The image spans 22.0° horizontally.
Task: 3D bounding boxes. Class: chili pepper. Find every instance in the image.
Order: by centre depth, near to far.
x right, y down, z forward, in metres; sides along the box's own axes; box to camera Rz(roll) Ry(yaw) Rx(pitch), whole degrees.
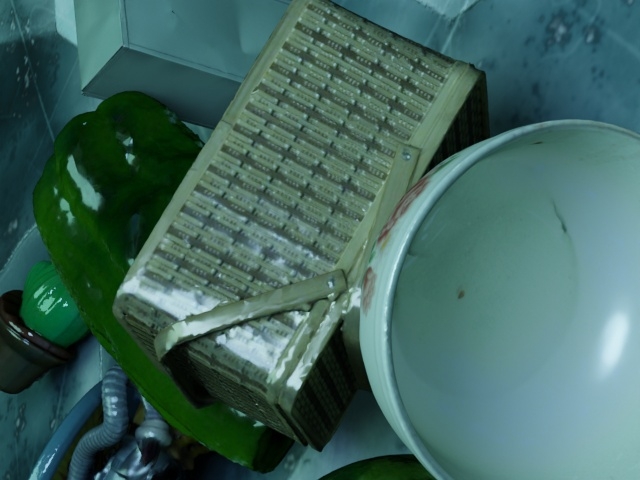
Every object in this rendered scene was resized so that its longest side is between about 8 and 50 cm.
[{"bbox_3d":[-0.121,0.026,1.496,0.213,0.167,0.385,-39,66,-3],"label":"chili pepper"}]

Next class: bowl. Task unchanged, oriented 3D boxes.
[{"bbox_3d":[0.143,0.052,1.153,0.145,0.277,0.277,12,89,66],"label":"bowl"}]

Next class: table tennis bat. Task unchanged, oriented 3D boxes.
[{"bbox_3d":[-0.217,0.205,1.666,0.044,0.215,0.329,21,74,21],"label":"table tennis bat"}]

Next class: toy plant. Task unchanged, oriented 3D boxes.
[{"bbox_3d":[-0.315,0.083,1.907,0.200,0.105,0.143,-49,28,8],"label":"toy plant"}]

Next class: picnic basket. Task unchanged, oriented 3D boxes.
[{"bbox_3d":[0.000,0.000,1.300,0.175,0.228,0.313,27,77,13],"label":"picnic basket"}]

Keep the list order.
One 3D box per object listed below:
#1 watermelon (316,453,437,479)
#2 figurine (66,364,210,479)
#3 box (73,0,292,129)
[{"bbox_3d":[0.064,0.276,1.198,0.242,0.242,0.242,-22,61,49],"label":"watermelon"},{"bbox_3d":[-0.184,0.333,1.557,0.186,0.261,0.382,19,74,26],"label":"figurine"},{"bbox_3d":[-0.124,-0.191,1.619,0.086,0.225,0.129,-39,50,42],"label":"box"}]
